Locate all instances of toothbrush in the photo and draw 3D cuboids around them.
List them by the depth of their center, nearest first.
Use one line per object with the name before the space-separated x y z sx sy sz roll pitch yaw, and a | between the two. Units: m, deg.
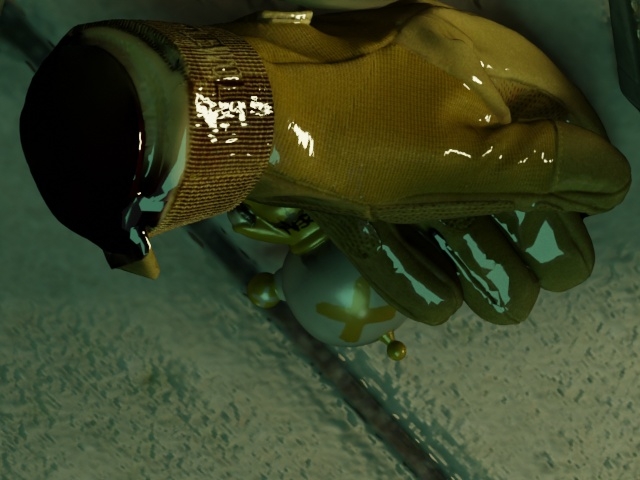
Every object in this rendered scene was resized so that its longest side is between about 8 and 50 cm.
toothbrush | 0.136 -0.175 0.883 0.031 0.030 0.297 -15 129 3

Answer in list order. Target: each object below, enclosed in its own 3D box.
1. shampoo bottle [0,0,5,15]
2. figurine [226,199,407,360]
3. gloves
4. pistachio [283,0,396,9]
shampoo bottle | -0.172 -0.171 0.866 0.085 0.085 0.262 15 131 -10
figurine | 0.003 -0.004 1.022 0.101 0.068 0.143 -12 113 4
gloves | 0.021 -0.047 0.917 0.331 0.141 0.154 4 145 -39
pistachio | -0.017 -0.163 0.839 0.185 0.124 0.124 4 131 0
